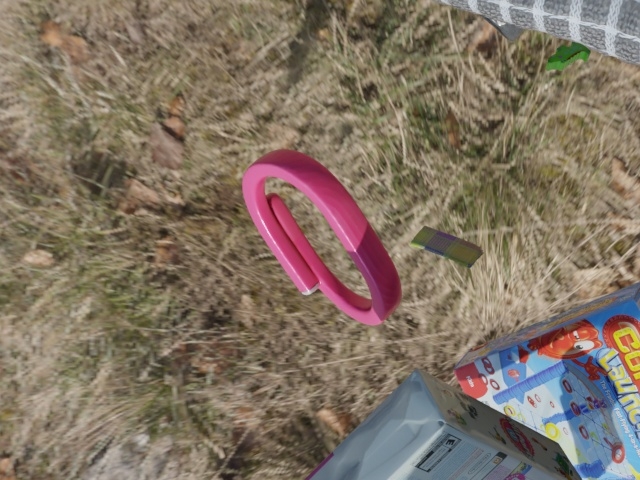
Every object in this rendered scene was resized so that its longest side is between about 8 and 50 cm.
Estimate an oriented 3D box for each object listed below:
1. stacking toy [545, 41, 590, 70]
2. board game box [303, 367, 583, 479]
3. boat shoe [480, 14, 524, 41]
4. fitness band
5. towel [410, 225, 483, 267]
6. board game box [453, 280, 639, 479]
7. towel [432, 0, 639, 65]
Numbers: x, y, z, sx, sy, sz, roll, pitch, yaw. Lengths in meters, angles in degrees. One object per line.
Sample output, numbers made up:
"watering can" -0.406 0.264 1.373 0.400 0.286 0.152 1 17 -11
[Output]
"stacking toy" 0.376 -0.284 1.300 0.221 0.167 0.052 -26 65 -12
"board game box" 0.151 0.307 1.349 0.224 0.303 0.097 -46 40 15
"boat shoe" 0.072 -0.230 0.878 0.228 0.080 0.076 29 98 1
"fitness band" 0.000 0.000 1.557 0.054 0.209 0.291 -42 108 -26
"towel" 0.158 0.008 1.377 0.083 0.060 0.009 22 119 15
"board game box" 0.397 0.255 1.604 0.302 0.086 0.308 -28 92 33
"towel" 0.202 -0.197 0.578 0.235 0.121 0.283 23 53 28
